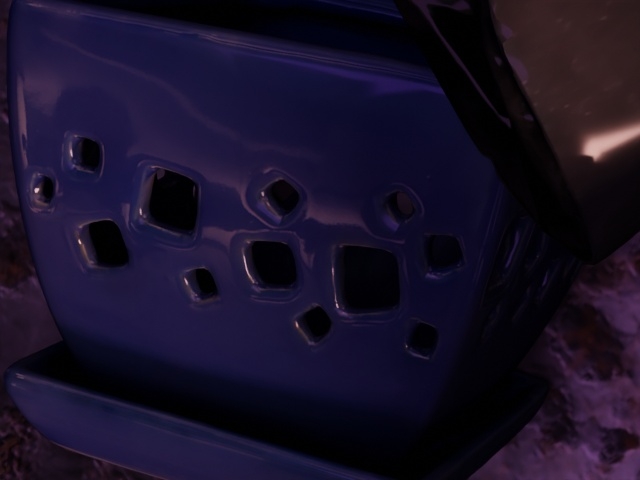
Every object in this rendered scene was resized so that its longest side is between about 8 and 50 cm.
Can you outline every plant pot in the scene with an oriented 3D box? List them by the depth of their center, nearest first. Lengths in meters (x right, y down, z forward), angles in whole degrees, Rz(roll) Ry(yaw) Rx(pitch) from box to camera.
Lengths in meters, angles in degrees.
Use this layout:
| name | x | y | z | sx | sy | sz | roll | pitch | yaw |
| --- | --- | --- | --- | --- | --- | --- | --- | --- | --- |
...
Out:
| name | x | y | z | sx | sy | sz | roll | pitch | yaw |
| --- | --- | --- | --- | --- | --- | --- | --- | --- | --- |
| plant pot | 0.000 | 0.000 | 0.908 | 0.236 | 0.236 | 0.212 | 14 | 103 | 19 |

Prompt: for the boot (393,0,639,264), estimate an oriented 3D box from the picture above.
| name | x | y | z | sx | sy | sz | roll | pitch | yaw |
| --- | --- | --- | --- | --- | --- | --- | --- | --- | --- |
| boot | 0.264 | -0.120 | 0.712 | 0.445 | 0.146 | 0.367 | -28 | 74 | -14 |
